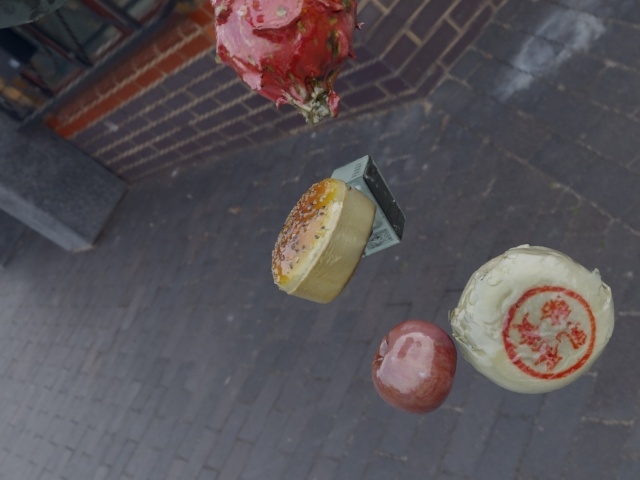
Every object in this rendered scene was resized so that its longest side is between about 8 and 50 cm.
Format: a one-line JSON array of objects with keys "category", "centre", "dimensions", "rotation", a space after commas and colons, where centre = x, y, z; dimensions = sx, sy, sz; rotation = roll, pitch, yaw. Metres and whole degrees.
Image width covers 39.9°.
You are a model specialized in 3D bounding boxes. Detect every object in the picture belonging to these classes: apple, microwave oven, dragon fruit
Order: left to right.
[{"category": "dragon fruit", "centre": [-0.046, -0.279, 1.166], "dimensions": [0.205, 0.210, 0.268], "rotation": [-27, 74, 47]}, {"category": "microwave oven", "centre": [0.121, -0.089, 2.273], "dimensions": [0.122, 0.208, 0.162], "rotation": [-24, 22, 22]}, {"category": "apple", "centre": [0.149, 0.202, 1.426], "dimensions": [0.153, 0.120, 0.153], "rotation": [-162, 90, -82]}]

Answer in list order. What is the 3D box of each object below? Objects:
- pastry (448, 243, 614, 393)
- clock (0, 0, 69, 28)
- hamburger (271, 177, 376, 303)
[{"category": "pastry", "centre": [0.344, 0.128, 1.438], "dimensions": [0.265, 0.265, 0.133], "rotation": [-49, 4, 10]}, {"category": "clock", "centre": [-0.415, -0.391, 1.046], "dimensions": [0.061, 0.313, 0.312], "rotation": [118, 176, -62]}, {"category": "hamburger", "centre": [0.000, 0.000, 1.980], "dimensions": [0.300, 0.176, 0.300], "rotation": [-60, 8, 13]}]
